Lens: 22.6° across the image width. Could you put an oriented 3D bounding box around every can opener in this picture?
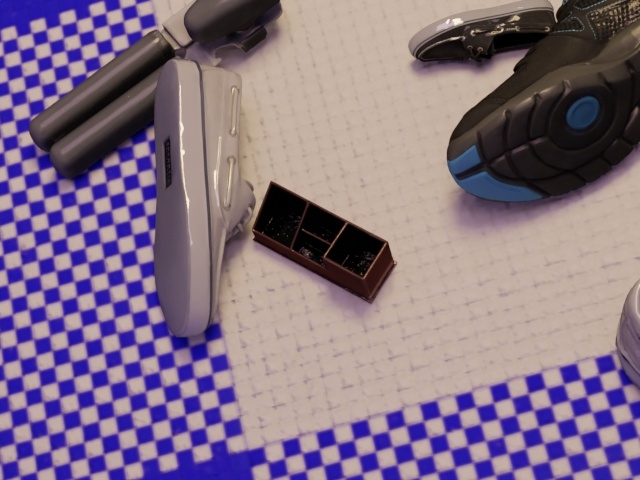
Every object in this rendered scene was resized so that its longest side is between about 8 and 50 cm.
[{"bbox_3d":[-0.157,-0.172,1.534,0.280,0.093,0.074,-39,67,-3],"label":"can opener"}]

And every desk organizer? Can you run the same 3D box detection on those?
[{"bbox_3d":[0.000,0.000,1.446,0.130,0.050,0.047,28,73,20],"label":"desk organizer"}]

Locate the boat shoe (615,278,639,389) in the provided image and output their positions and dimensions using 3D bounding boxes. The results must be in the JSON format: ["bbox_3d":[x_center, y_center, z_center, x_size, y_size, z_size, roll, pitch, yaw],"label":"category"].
[{"bbox_3d":[0.400,0.126,1.264,0.367,0.156,0.136,35,76,22],"label":"boat shoe"}]

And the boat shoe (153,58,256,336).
[{"bbox_3d":[-0.100,-0.040,1.460,0.084,0.095,0.258,4,80,-26],"label":"boat shoe"}]

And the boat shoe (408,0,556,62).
[{"bbox_3d":[0.154,-0.191,1.507,0.142,0.049,0.040,-16,65,0],"label":"boat shoe"}]

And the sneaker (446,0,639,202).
[{"bbox_3d":[0.249,-0.158,1.457,0.341,0.125,0.139,-33,43,-7],"label":"sneaker"}]
